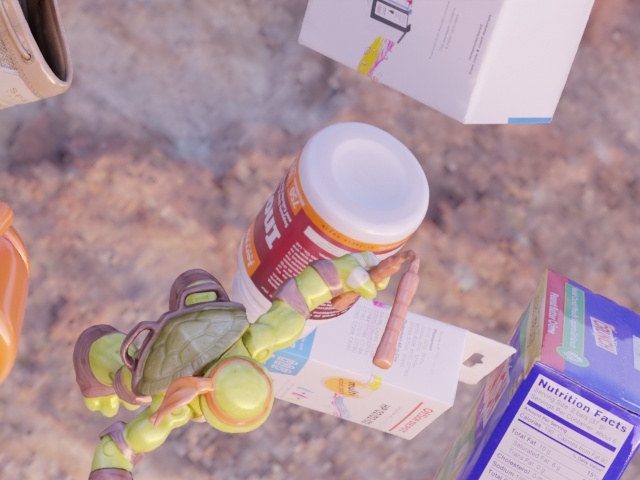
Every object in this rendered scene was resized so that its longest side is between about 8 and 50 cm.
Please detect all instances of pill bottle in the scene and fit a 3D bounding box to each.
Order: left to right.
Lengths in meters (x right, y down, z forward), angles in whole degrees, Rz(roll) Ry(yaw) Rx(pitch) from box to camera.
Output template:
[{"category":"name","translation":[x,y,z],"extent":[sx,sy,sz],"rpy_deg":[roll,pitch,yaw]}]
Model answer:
[{"category":"pill bottle","translation":[0.000,0.000,1.167],"extent":[0.086,0.152,0.086],"rpy_deg":[14,52,-19]}]

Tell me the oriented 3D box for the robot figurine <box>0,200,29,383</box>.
[{"category":"robot figurine","translation":[-0.313,0.050,1.574],"extent":[0.219,0.128,0.158],"rpy_deg":[-94,175,-56]}]

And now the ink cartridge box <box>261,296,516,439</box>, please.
[{"category":"ink cartridge box","translation":[0.038,0.091,1.337],"extent":[0.181,0.104,0.061],"rpy_deg":[18,67,-8]}]

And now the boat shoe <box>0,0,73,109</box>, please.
[{"category":"boat shoe","translation":[-0.308,-0.302,1.794],"extent":[0.122,0.110,0.341],"rpy_deg":[-18,98,-63]}]

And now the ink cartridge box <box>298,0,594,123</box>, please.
[{"category":"ink cartridge box","translation":[0.130,-0.239,1.904],"extent":[0.233,0.168,0.171],"rpy_deg":[30,21,33]}]

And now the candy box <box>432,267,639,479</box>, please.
[{"category":"candy box","translation":[0.174,0.216,1.653],"extent":[0.122,0.317,0.268],"rpy_deg":[28,17,1]}]

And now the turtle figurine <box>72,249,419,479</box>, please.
[{"category":"turtle figurine","translation":[-0.079,0.079,1.037],"extent":[0.087,0.269,0.217],"rpy_deg":[48,-11,-18]}]
